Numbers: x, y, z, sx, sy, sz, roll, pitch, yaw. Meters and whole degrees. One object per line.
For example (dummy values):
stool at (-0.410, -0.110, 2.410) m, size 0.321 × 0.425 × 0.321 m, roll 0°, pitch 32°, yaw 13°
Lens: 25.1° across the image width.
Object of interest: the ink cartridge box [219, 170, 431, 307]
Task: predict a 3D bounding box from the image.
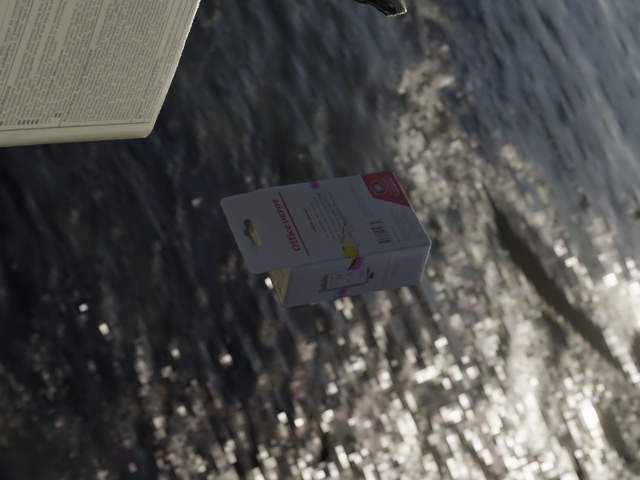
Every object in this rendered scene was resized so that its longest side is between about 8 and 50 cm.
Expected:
ink cartridge box at (0.000, 0.000, 1.495) m, size 0.067 × 0.198 × 0.115 m, roll 103°, pitch -29°, yaw -45°

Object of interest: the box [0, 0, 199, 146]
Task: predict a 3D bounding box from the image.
box at (-0.198, -0.138, 0.818) m, size 0.121 × 0.148 × 0.311 m, roll 27°, pitch 14°, yaw 19°

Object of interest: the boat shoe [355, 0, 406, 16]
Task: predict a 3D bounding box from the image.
boat shoe at (0.038, -0.332, 1.748) m, size 0.223 × 0.073 × 0.080 m, roll 37°, pitch 32°, yaw -61°
